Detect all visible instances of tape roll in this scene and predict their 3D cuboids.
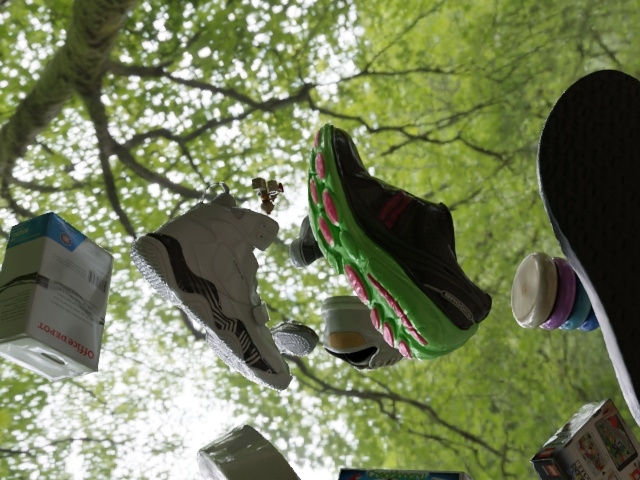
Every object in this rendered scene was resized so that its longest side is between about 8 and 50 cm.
[{"bbox_3d":[-0.037,0.424,0.845,0.072,0.392,0.392,-26,-78,-24],"label":"tape roll"}]

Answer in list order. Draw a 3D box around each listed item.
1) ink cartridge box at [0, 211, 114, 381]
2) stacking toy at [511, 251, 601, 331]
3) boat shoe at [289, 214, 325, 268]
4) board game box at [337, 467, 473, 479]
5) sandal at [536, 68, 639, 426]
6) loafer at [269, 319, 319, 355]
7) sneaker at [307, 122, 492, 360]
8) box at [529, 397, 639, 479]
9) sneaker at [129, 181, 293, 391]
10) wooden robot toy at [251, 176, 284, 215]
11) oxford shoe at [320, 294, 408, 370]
[{"bbox_3d":[-0.597,0.129,1.479,0.223,0.129,0.307,52,-152,-51],"label":"ink cartridge box"},{"bbox_3d":[0.525,0.116,1.190,0.141,0.330,0.141,-169,90,-86],"label":"stacking toy"},{"bbox_3d":[0.000,0.000,2.027,0.335,0.119,0.121,-67,-36,-66],"label":"boat shoe"},{"bbox_3d":[0.153,0.567,1.343,0.053,0.305,0.193,45,-133,-36],"label":"board game box"},{"bbox_3d":[0.360,0.019,0.780,0.107,0.168,0.445,60,-161,-78],"label":"sandal"},{"bbox_3d":[-0.073,0.244,1.751,0.087,0.251,0.094,-45,-74,-26],"label":"loafer"},{"bbox_3d":[0.123,-0.013,1.174,0.202,0.185,0.482,-18,-117,-25],"label":"sneaker"},{"bbox_3d":[0.311,0.280,0.672,0.114,0.036,0.207,-28,-97,-33],"label":"box"},{"bbox_3d":[-0.129,0.079,1.124,0.210,0.137,0.366,-47,-71,-22],"label":"sneaker"},{"bbox_3d":[-0.129,-0.106,1.689,0.173,0.076,0.079,68,-166,-78],"label":"wooden robot toy"},{"bbox_3d":[0.115,0.241,1.528,0.449,0.169,0.130,42,-136,-61],"label":"oxford shoe"}]
